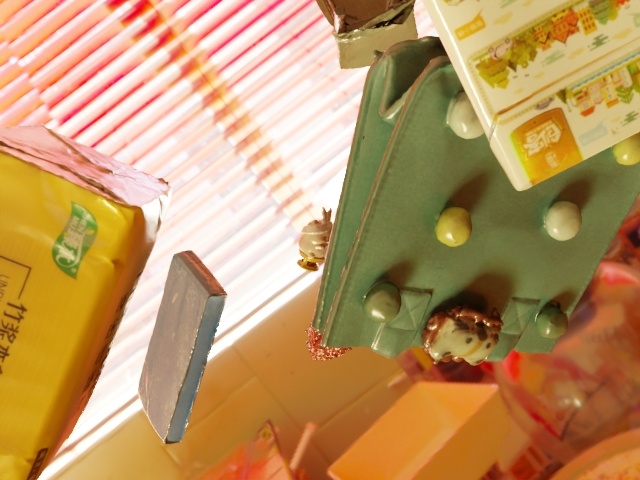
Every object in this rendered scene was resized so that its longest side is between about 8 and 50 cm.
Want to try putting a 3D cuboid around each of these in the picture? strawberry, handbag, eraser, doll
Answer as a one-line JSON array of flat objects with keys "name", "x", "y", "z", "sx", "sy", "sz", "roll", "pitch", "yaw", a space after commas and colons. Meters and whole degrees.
[{"name": "strawberry", "x": 0.022, "y": 0.199, "z": 1.587, "sx": 0.140, "sy": 0.085, "sz": 0.192, "roll": -36, "pitch": 12, "yaw": 16}, {"name": "handbag", "x": 0.148, "y": -0.017, "z": 0.622, "sx": 0.100, "sy": 0.269, "sz": 0.274, "roll": 44, "pitch": 123, "yaw": 55}, {"name": "eraser", "x": -0.242, "y": 0.184, "z": 1.218, "sx": 0.043, "sy": 0.144, "sz": 0.311, "roll": 1, "pitch": -60, "yaw": -38}, {"name": "doll", "x": 0.000, "y": 0.000, "z": 1.359, "sx": 0.084, "sy": 0.073, "sz": 0.127, "roll": 46, "pitch": 123, "yaw": 48}]

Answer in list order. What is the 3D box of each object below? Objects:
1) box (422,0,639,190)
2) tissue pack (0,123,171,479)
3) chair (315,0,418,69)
[{"name": "box", "x": 0.117, "y": -0.141, "z": 0.385, "sx": 0.122, "sy": 0.220, "sz": 0.032, "roll": -28, "pitch": 29, "yaw": 11}, {"name": "tissue pack", "x": -0.356, "y": 0.071, "z": 0.880, "sx": 0.293, "sy": 0.229, "sz": 0.381, "roll": -113, "pitch": 45, "yaw": -80}, {"name": "chair", "x": 0.064, "y": -0.396, "z": 1.112, "sx": 0.160, "sy": 0.186, "sz": 0.319, "roll": -25, "pitch": 0, "yaw": 5}]
